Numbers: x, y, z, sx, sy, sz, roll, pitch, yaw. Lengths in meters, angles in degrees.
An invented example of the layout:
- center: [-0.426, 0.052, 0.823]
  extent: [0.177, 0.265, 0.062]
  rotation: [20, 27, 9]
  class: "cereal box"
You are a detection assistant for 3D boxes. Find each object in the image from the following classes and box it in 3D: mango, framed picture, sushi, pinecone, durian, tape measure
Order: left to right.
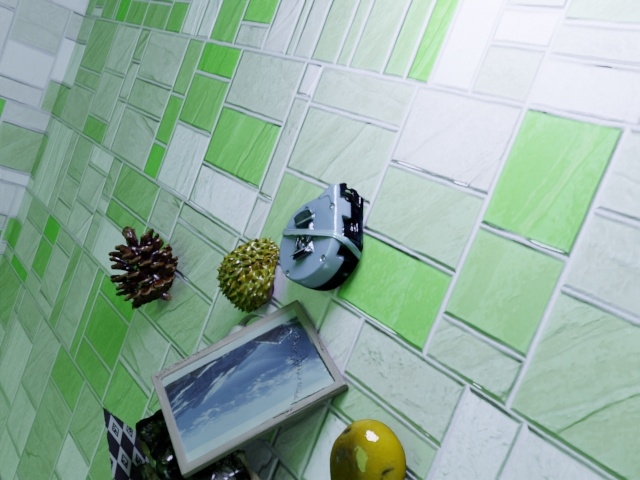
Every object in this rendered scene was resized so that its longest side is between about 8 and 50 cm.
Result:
- center: [-0.467, 0.065, 1.916]
  extent: [0.186, 0.169, 0.212]
  rotation: [-33, 65, 22]
  class: "pinecone"
- center: [-0.360, 0.518, 1.575]
  extent: [0.050, 0.290, 0.264]
  rotation: [-25, 51, 4]
  class: "sushi"
- center: [-0.240, 0.443, 1.456]
  extent: [0.171, 0.211, 0.350]
  rotation: [-30, 27, -17]
  class: "sushi"
- center: [-0.144, 0.272, 1.395]
  extent: [0.335, 0.022, 0.247]
  rotation: [-27, 45, -6]
  class: "framed picture"
- center: [-0.153, 0.086, 1.559]
  extent: [0.186, 0.119, 0.108]
  rotation: [-56, 37, 19]
  class: "durian"
- center: [0.000, 0.004, 1.414]
  extent: [0.182, 0.107, 0.181]
  rotation: [-32, 47, 37]
  class: "tape measure"
- center: [0.076, 0.391, 1.186]
  extent: [0.137, 0.098, 0.195]
  rotation: [-17, 69, 43]
  class: "mango"

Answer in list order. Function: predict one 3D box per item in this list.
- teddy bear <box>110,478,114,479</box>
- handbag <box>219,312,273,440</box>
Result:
- center: [-0.465, 0.696, 1.694]
  extent: [0.236, 0.151, 0.267]
  rotation: [118, 161, -60]
  class: "teddy bear"
- center: [-0.138, 0.266, 1.514]
  extent: [0.256, 0.079, 0.219]
  rotation: [41, 106, 48]
  class: "handbag"
